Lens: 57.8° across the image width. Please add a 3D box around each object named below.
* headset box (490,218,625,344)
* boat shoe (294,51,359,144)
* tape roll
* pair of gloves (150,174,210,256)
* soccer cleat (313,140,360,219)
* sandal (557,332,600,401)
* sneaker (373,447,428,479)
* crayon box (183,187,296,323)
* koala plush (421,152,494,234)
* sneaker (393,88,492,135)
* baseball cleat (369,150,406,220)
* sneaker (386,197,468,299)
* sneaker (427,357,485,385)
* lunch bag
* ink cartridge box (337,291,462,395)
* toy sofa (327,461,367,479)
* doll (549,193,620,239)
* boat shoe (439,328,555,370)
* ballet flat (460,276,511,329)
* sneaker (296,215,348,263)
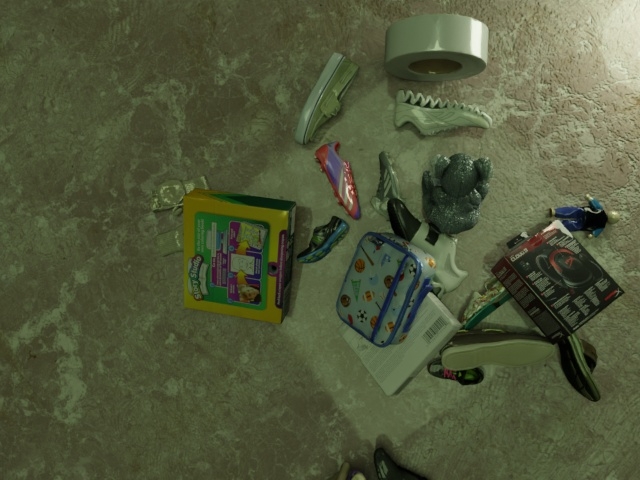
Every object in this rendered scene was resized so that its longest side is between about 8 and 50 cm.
[{"bbox_3d":[0.634,0.099,1.590,0.218,0.110,0.293,-31,72,-18],"label":"headset box"},{"bbox_3d":[0.018,-0.420,1.747,0.094,0.109,0.302,26,90,6],"label":"boat shoe"},{"bbox_3d":[0.320,-0.528,1.613,0.286,0.286,0.100,2,90,8],"label":"tape roll"},{"bbox_3d":[-0.441,-0.081,1.843,0.204,0.042,0.240,-9,87,8],"label":"pair of gloves"},{"bbox_3d":[0.068,-0.182,1.752,0.095,0.083,0.248,-29,83,3],"label":"soccer cleat"},{"bbox_3d":[0.730,0.309,1.635,0.086,0.120,0.303,-18,87,-6],"label":"sandal"},{"bbox_3d":[0.258,0.725,1.713,0.130,0.109,0.286,-33,94,0],"label":"sneaker"},{"bbox_3d":[-0.245,0.046,1.725,0.313,0.106,0.363,9,112,9],"label":"crayon box"},{"bbox_3d":[0.380,-0.151,1.600,0.196,0.221,0.203,10,54,7],"label":"koala plush"},{"bbox_3d":[0.354,-0.359,1.704,0.292,0.110,0.118,16,100,16],"label":"sneaker"},{"bbox_3d":[0.189,-0.160,1.736,0.109,0.072,0.206,-19,86,7],"label":"baseball cleat"},{"bbox_3d":[0.315,-0.001,1.694,0.146,0.122,0.331,-33,101,-2],"label":"sneaker"},{"bbox_3d":[0.400,0.386,1.698,0.170,0.075,0.063,8,91,9],"label":"sneaker"},{"bbox_3d":[0.183,0.131,1.618,0.243,0.115,0.303,35,112,41],"label":"lunch bag"},{"bbox_3d":[0.223,0.258,1.698,0.296,0.066,0.261,-52,56,19],"label":"ink cartridge box"},{"bbox_3d":[0.164,0.828,1.691,0.177,0.150,0.362,-43,84,8],"label":"toy sofa"},{"bbox_3d":[0.759,-0.068,1.664,0.188,0.046,0.129,1,91,9],"label":"doll"},{"bbox_3d":[0.501,0.301,1.664,0.324,0.097,0.117,-5,128,1],"label":"boat shoe"},{"bbox_3d":[0.494,0.165,1.694,0.241,0.091,0.077,-38,54,2],"label":"ballet flat"},{"bbox_3d":[0.000,0.000,1.774,0.188,0.067,0.078,-44,63,7],"label":"sneaker"}]
